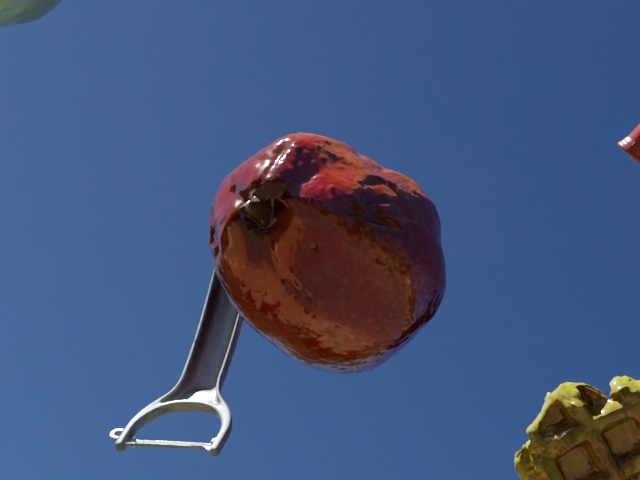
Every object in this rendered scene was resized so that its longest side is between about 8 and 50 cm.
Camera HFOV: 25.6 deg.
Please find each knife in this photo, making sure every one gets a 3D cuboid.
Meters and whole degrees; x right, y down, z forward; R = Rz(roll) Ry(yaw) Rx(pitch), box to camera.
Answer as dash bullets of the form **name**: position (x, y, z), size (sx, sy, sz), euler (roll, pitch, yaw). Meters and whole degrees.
- **knife**: position (-0.120, 0.106, 1.431), size (0.123, 0.278, 0.053), euler (3, -42, 17)

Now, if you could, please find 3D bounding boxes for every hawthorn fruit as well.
- **hawthorn fruit**: position (0.006, 0.003, 1.008), size (0.173, 0.173, 0.179), euler (-12, -56, 42)

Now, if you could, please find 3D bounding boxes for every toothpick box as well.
- **toothpick box**: position (0.378, -0.124, 1.576), size (0.047, 0.047, 0.083), euler (39, -78, -10)

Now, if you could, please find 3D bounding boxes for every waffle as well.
- **waffle**: position (0.303, 0.269, 1.224), size (0.325, 0.302, 0.068), euler (17, -7, -9)

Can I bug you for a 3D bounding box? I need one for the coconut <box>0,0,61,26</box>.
- **coconut**: position (-0.206, -0.243, 0.853), size (0.236, 0.204, 0.236), euler (-4, -54, -5)
